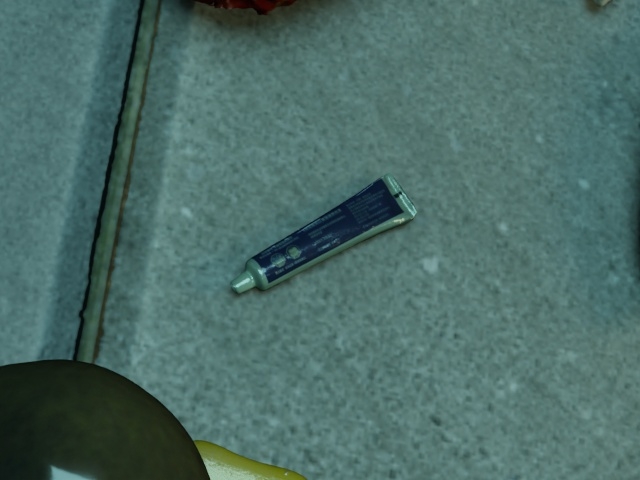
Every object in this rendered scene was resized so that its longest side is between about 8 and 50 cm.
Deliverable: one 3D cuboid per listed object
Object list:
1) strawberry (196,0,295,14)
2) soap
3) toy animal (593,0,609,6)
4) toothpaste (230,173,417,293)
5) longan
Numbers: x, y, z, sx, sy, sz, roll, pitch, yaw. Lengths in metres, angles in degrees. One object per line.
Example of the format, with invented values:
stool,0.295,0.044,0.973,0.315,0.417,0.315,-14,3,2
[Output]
strawberry,-0.021,-0.235,1.092,0.228,0.098,0.174,-18,57,-28
soap,-0.047,0.150,0.982,0.089,0.012,0.034,20,68,-2
toy animal,0.205,-0.250,1.149,0.083,0.089,0.150,-26,79,3
toothpaste,0.000,0.000,1.043,0.140,0.021,0.037,-29,76,-21
longan,-0.150,0.151,0.890,0.187,0.167,0.167,22,66,21
